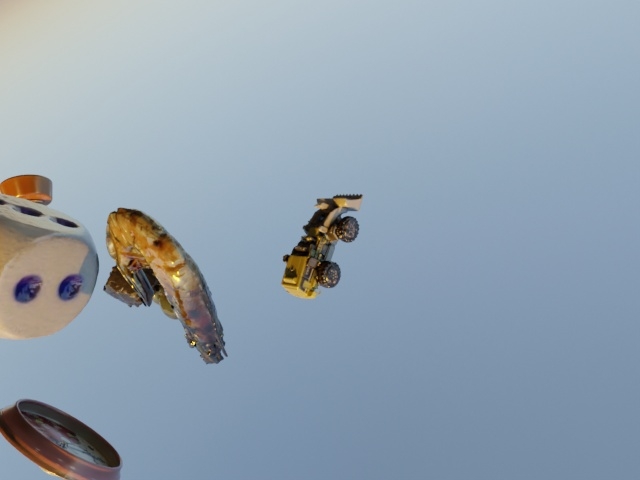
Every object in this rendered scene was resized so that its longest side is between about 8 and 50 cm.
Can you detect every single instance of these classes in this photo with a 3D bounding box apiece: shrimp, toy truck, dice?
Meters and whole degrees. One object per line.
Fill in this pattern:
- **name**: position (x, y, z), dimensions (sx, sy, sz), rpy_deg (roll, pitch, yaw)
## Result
- **shrimp**: position (-0.293, 0.094, 0.970), dimensions (0.233, 0.365, 0.071), rpy_deg (8, -140, 35)
- **toy truck**: position (0.000, 0.000, 1.201), dimensions (0.136, 0.111, 0.286), rpy_deg (4, -113, 47)
- **dice**: position (-0.663, 0.048, 1.102), dimensions (0.259, 0.251, 0.243), rpy_deg (21, -85, 21)

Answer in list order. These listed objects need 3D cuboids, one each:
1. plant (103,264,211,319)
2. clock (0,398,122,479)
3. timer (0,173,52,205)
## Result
- **plant**: position (-0.434, 0.127, 1.386), dimensions (0.146, 0.274, 0.149), rpy_deg (140, -29, -64)
- **clock**: position (-0.466, 0.368, 0.919), dimensions (0.244, 0.244, 0.056), rpy_deg (17, -114, 44)
- **timer**: position (-0.798, -0.087, 1.407), dimensions (0.132, 0.132, 0.152), rpy_deg (-21, -102, 15)
